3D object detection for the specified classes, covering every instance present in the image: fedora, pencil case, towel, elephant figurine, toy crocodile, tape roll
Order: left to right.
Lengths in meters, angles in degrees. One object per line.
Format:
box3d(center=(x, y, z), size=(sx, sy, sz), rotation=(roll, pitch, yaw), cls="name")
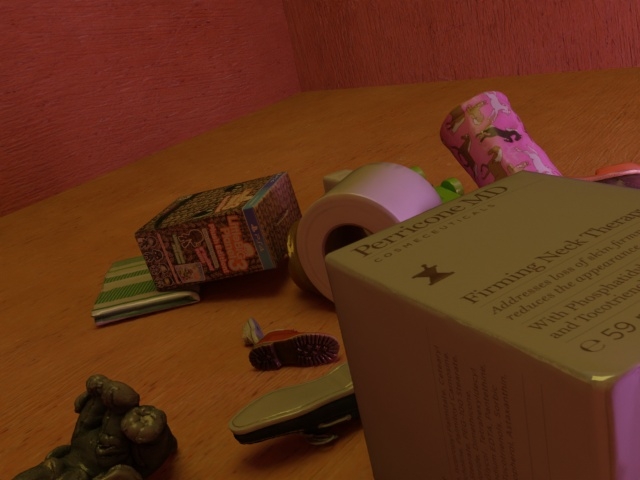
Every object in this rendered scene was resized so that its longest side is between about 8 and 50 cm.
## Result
box3d(center=(-0.310, 0.310, 0.940), size=(0.239, 0.186, 0.169), rotation=(-58, 7, -28), cls="elephant figurine")
box3d(center=(-0.393, 0.095, 1.691), size=(0.247, 0.038, 0.325), rotation=(-14, 19, -4), cls="towel")
box3d(center=(-0.009, 0.046, 1.479), size=(0.079, 0.194, 0.194), rotation=(-41, 0, 39), cls="fedora")
box3d(center=(0.099, -0.007, 1.365), size=(0.246, 0.246, 0.169), rotation=(0, 24, 30), cls="tape roll")
box3d(center=(0.245, -0.103, 1.768), size=(0.115, 0.105, 0.340), rotation=(-22, 27, -26), cls="toy crocodile")
box3d(center=(0.380, -0.107, 1.360), size=(0.167, 0.160, 0.386), rotation=(-17, 57, -18), cls="pencil case")

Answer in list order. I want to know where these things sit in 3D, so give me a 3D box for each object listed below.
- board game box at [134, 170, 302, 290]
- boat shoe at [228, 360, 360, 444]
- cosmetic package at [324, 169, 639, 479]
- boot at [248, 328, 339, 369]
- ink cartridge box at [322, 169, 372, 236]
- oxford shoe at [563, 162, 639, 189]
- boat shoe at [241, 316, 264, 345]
box3d(center=(-0.214, -0.023, 1.598), size=(0.291, 0.141, 0.232), rotation=(-12, 19, 19), cls="board game box")
box3d(center=(-0.005, 0.239, 1.030), size=(0.254, 0.079, 0.095), rotation=(-20, 19, -25), cls="boat shoe")
box3d(center=(0.261, 0.147, 0.769), size=(0.329, 0.327, 0.393), rotation=(-23, 22, -24), cls="cosmetic package")
box3d(center=(-0.039, 0.176, 1.249), size=(0.157, 0.059, 0.084), rotation=(-7, 16, 16), cls="boot")
box3d(center=(0.098, -0.084, 1.724), size=(0.082, 0.140, 0.190), rotation=(-23, 24, -31), cls="ink cartridge box")
box3d(center=(0.506, -0.053, 1.442), size=(0.363, 0.130, 0.133), rotation=(-19, 35, 1), cls="oxford shoe")
box3d(center=(-0.127, 0.177, 1.335), size=(0.035, 0.035, 0.100), rotation=(-41, 26, 2), cls="boat shoe")
